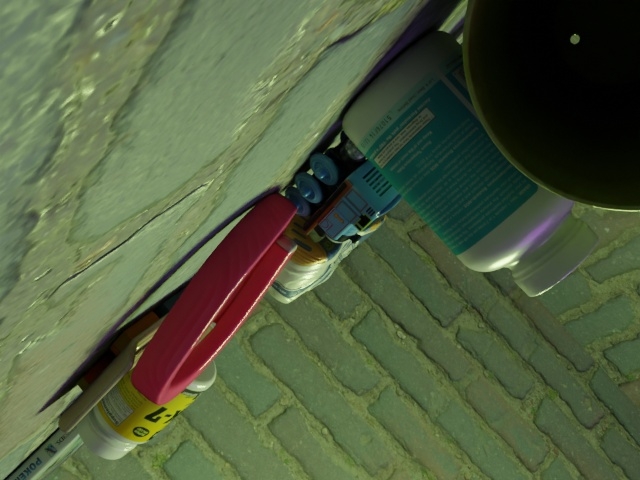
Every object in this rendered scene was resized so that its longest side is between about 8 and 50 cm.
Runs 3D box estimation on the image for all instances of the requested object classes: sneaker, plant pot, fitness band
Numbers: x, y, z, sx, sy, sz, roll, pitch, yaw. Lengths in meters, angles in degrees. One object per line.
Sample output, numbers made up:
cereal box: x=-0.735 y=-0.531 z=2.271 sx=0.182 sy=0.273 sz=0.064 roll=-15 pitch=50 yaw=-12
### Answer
sneaker: x=0.000 y=0.000 z=1.355 sx=0.296 sy=0.112 sz=0.131 roll=-32 pitch=158 yaw=-55
plant pot: x=0.288 y=-0.198 z=0.780 sx=0.275 sy=0.275 sz=0.293 roll=-43 pitch=-178 yaw=24
fitness band: x=-0.116 y=0.072 z=0.979 sx=0.291 sy=0.054 sz=0.209 roll=-55 pitch=175 yaw=20

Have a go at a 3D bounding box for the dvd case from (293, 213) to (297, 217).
dvd case: x=-0.132 y=0.045 z=1.295 sx=0.180 sy=0.022 sz=0.253 roll=-43 pitch=178 yaw=22

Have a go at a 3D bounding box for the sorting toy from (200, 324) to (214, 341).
sorting toy: x=-0.195 y=0.142 z=1.353 sx=0.083 sy=0.075 sz=0.045 roll=-43 pitch=178 yaw=43

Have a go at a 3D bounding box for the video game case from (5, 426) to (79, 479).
video game case: x=-0.458 y=0.363 z=1.583 sx=0.300 sy=0.036 sz=0.329 roll=-43 pitch=178 yaw=17

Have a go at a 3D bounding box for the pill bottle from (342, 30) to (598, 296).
pill bottle: x=0.156 y=-0.070 z=0.845 sx=0.146 sy=0.264 sz=0.146 roll=-42 pitch=178 yaw=-2

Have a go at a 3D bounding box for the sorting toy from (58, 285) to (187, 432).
sorting toy: x=-0.232 y=0.132 z=1.055 sx=0.193 sy=0.038 sz=0.208 roll=-43 pitch=-177 yaw=35

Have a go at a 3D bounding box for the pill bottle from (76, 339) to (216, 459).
pill bottle: x=-0.266 y=0.232 z=1.264 sx=0.208 sy=0.119 sz=0.119 roll=-43 pitch=178 yaw=19

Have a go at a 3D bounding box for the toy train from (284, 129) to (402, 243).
toy train: x=0.026 y=-0.054 z=0.976 sx=0.080 sy=0.105 sz=0.184 roll=-41 pitch=178 yaw=-28

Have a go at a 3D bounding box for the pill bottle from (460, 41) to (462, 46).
pill bottle: x=0.168 y=-0.179 z=1.054 sx=0.108 sy=0.108 sz=0.180 roll=-41 pitch=178 yaw=-30
